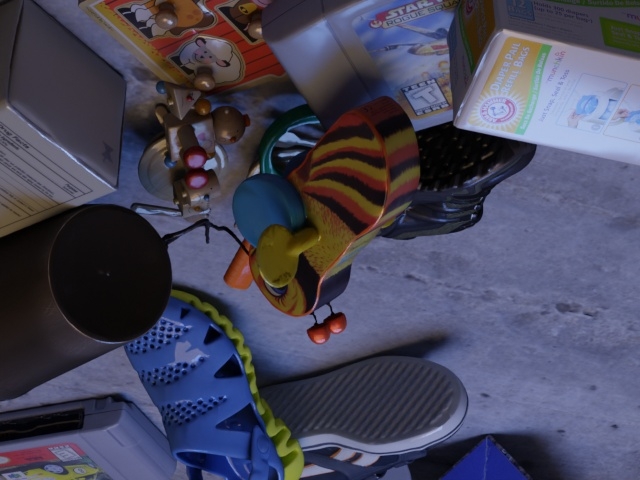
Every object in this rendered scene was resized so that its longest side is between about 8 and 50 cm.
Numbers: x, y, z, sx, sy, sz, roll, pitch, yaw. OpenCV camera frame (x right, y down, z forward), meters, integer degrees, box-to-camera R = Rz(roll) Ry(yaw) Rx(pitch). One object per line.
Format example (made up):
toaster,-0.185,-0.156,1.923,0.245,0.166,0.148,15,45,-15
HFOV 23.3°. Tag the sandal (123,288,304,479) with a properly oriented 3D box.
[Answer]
sandal,-0.130,0.194,1.749,0.126,0.138,0.317,-19,114,34

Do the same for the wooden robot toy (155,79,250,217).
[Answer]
wooden robot toy,-0.097,-0.087,1.407,0.079,0.076,0.173,-19,140,-15

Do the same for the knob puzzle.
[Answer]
knob puzzle,-0.081,-0.186,1.337,0.213,0.030,0.213,0,146,0

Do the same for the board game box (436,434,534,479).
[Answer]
board game box,0.223,0.436,2.079,0.232,0.141,0.291,-41,141,-4

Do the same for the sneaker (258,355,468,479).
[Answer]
sneaker,0.053,0.223,1.870,0.321,0.126,0.127,-10,142,34

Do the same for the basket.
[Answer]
basket,-0.251,0.044,1.473,0.154,0.204,0.227,23,158,-31

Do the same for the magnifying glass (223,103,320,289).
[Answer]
magnifying glass,-0.038,-0.040,1.499,0.092,0.026,0.231,11,128,-25

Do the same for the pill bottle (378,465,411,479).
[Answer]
pill bottle,0.022,0.349,2.063,0.117,0.117,0.208,16,143,-22

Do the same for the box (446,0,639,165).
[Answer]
box,0.209,-0.140,1.203,0.203,0.114,0.103,10,136,-12

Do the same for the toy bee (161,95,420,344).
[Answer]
toy bee,0.000,0.000,1.391,0.195,0.162,0.298,-31,179,-27

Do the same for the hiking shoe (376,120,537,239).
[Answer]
hiking shoe,0.129,-0.061,1.496,0.114,0.086,0.227,14,152,-43

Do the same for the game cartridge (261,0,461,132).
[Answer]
game cartridge,0.112,-0.180,1.303,0.297,0.062,0.198,-16,150,16

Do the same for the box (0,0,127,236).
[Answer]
box,-0.309,-0.094,1.390,0.232,0.127,0.148,-20,141,27

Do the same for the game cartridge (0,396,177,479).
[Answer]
game cartridge,-0.348,0.284,2.030,0.294,0.060,0.196,-11,149,16

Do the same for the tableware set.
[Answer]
tableware set,-0.082,-0.072,1.499,0.194,0.039,0.128,8,131,-22
